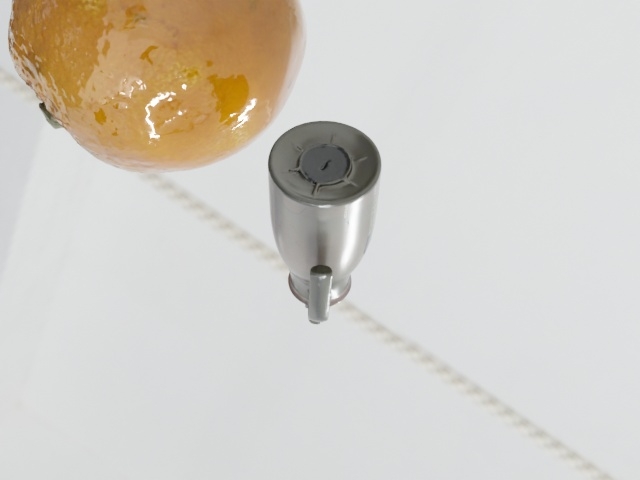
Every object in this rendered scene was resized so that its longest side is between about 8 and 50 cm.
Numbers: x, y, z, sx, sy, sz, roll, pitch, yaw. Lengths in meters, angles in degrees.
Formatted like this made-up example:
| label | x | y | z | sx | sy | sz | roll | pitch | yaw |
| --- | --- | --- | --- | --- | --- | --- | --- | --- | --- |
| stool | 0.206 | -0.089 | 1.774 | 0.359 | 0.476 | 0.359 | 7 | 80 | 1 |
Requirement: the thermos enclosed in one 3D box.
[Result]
| label | x | y | z | sx | sy | sz | roll | pitch | yaw |
| --- | --- | --- | --- | --- | --- | --- | --- | --- | --- |
| thermos | 0.000 | 0.000 | 1.422 | 0.193 | 0.105 | 0.137 | 94 | -4 | -51 |

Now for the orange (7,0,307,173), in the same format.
| label | x | y | z | sx | sy | sz | roll | pitch | yaw |
| --- | --- | --- | --- | --- | --- | --- | --- | --- | --- |
| orange | -0.167 | -0.216 | 1.517 | 0.312 | 0.312 | 0.312 | -54 | 173 | -10 |
